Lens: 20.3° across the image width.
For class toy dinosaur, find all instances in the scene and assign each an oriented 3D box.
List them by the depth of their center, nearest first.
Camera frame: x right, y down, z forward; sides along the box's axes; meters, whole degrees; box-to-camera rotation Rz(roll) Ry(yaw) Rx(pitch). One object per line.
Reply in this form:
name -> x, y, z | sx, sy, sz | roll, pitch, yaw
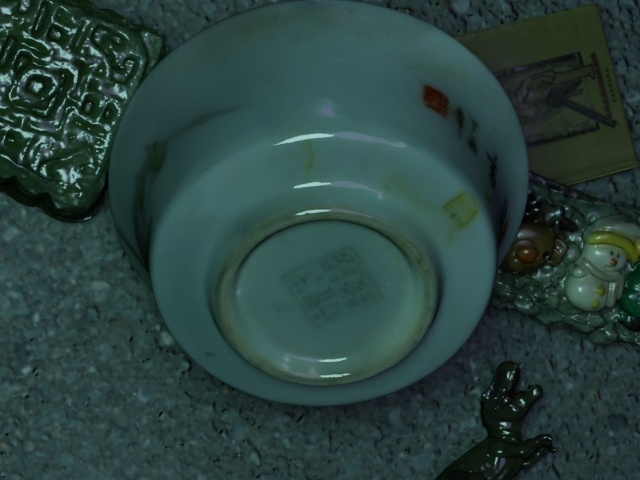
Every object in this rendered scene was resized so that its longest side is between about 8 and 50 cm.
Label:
toy dinosaur -> 0.113, 0.195, 1.591 | 0.179, 0.087, 0.187 | 17, 62, 23

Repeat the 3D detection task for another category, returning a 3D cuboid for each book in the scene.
book -> 0.165, -0.116, 1.621 | 0.230, 0.026, 0.161 | -15, 90, -15

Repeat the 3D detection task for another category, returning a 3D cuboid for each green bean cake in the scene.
green bean cake -> -0.233, -0.124, 1.480 | 0.181, 0.094, 0.173 | 27, 81, -11

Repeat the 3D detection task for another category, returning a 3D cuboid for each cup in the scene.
cup -> 0.000, 0.000, 1.405 | 0.347, 0.163, 0.347 | -1, 125, -1

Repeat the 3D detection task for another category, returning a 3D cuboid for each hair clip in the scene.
hair clip -> 0.196, 0.006, 1.569 | 0.321, 0.091, 0.138 | 18, 93, -17
